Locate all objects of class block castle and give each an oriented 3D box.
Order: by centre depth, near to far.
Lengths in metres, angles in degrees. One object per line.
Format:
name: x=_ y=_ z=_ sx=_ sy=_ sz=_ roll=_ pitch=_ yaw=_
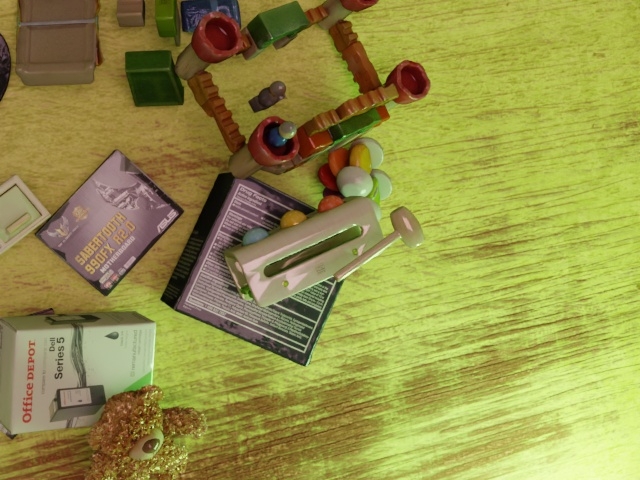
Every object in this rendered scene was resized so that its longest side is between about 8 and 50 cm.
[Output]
block castle: x=-0.016 y=-0.325 z=1.783 sx=0.453 sy=0.213 sz=0.303 roll=-29 pitch=92 yaw=-36

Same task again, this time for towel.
towel: x=-0.221 y=-0.454 z=1.888 sx=0.120 sy=0.029 sz=0.067 roll=-8 pitch=95 yaw=-18

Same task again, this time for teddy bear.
teddy bear: x=-0.336 y=0.406 z=1.786 sx=0.245 sy=0.338 sz=0.113 roll=-6 pitch=53 yaw=-27

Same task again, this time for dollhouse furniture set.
dollhouse furniture set: x=-0.423 y=-0.376 z=1.808 sx=0.302 sy=0.151 sz=0.197 roll=-2 pitch=73 yaw=-2

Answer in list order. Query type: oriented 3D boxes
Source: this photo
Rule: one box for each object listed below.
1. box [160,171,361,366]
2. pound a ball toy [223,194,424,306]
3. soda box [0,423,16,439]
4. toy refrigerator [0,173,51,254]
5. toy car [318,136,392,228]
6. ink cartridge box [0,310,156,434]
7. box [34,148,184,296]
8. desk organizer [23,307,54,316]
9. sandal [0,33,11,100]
box: x=-0.116 y=0.054 z=1.876 sx=0.296 sy=0.183 sz=0.294 roll=26 pitch=85 yaw=-18
pound a ball toy: x=0.000 y=0.000 z=1.711 sx=0.319 sy=0.208 sz=0.135 roll=-24 pitch=100 yaw=-16
soda box: x=-0.632 y=0.302 z=1.786 sx=0.169 sy=0.053 sz=0.060 roll=45 pitch=79 yaw=-16
toy refrigerator: x=-0.642 y=-0.003 z=1.741 sx=0.269 sy=0.094 sz=0.102 roll=-40 pitch=104 yaw=-13
toy car: x=0.065 y=-0.117 z=1.957 sx=0.159 sy=0.136 sz=0.182 roll=-67 pitch=146 yaw=-47
ink cartridge box: x=-0.462 y=0.244 z=1.768 sx=0.273 sy=0.115 sz=0.198 roll=-1 pitch=99 yaw=-34
box: x=-0.412 y=-0.035 z=1.837 sx=0.183 sy=0.056 sz=0.231 roll=45 pitch=79 yaw=-17
desk organizer: x=-0.571 y=0.174 z=1.802 sx=0.130 sy=0.047 sz=0.050 roll=-17 pitch=97 yaw=-17
sandal: x=-0.729 y=-0.232 z=1.666 sx=0.446 sy=0.107 sz=0.167 roll=-44 pitch=103 yaw=-22
